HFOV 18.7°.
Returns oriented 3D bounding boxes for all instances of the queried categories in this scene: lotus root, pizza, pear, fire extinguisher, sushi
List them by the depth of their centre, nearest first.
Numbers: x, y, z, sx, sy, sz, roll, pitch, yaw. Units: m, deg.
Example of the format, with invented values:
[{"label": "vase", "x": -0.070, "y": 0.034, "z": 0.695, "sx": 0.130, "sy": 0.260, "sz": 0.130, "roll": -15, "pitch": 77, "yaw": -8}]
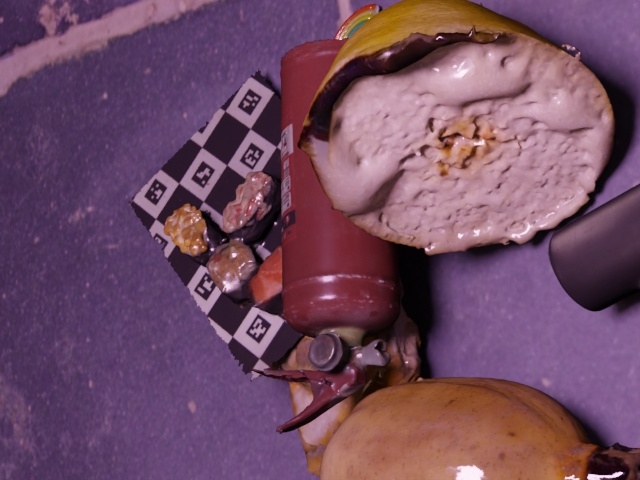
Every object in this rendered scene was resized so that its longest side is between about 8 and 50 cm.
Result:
[{"label": "lotus root", "x": 0.140, "y": 0.196, "z": 1.584, "sx": 0.310, "sy": 0.183, "sz": 0.182, "roll": -2, "pitch": 86, "yaw": 41}, {"label": "pear", "x": 0.103, "y": -0.124, "z": 1.623, "sx": 0.267, "sy": 0.267, "sz": 0.178, "roll": -50, "pitch": 33, "yaw": 30}, {"label": "fire extinguisher", "x": 0.000, "y": 0.000, "z": 1.702, "sx": 0.147, "sy": 0.106, "sz": 0.337, "roll": -13, "pitch": 67, "yaw": 35}, {"label": "pizza", "x": -0.004, "y": 0.057, "z": 1.809, "sx": 0.189, "sy": 0.071, "sz": 0.297, "roll": -44, "pitch": 53, "yaw": 38}, {"label": "sushi", "x": -0.078, "y": -0.020, "z": 1.825, "sx": 0.192, "sy": 0.043, "sz": 0.279, "roll": -45, "pitch": 51, "yaw": 14}]

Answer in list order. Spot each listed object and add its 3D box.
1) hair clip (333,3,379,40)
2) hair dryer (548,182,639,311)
[{"label": "hair clip", "x": 0.034, "y": -0.125, "z": 1.811, "sx": 0.060, "sy": 0.033, "sz": 0.188, "roll": -12, "pitch": 78, "yaw": 44}, {"label": "hair dryer", "x": 0.306, "y": 0.061, "z": 1.513, "sx": 0.195, "sy": 0.078, "sz": 0.248, "roll": -31, "pitch": 72, "yaw": 38}]
